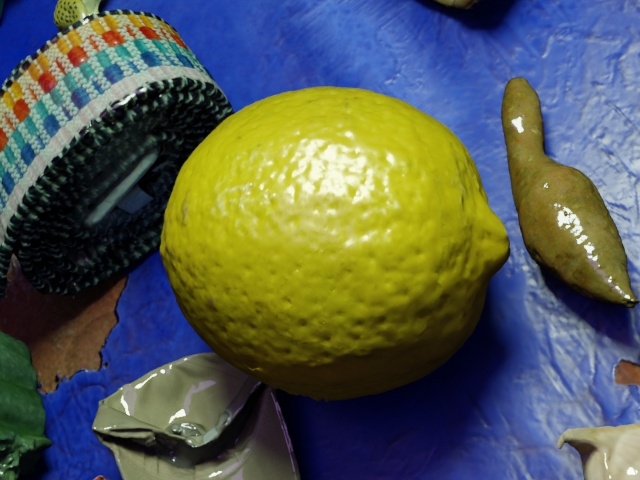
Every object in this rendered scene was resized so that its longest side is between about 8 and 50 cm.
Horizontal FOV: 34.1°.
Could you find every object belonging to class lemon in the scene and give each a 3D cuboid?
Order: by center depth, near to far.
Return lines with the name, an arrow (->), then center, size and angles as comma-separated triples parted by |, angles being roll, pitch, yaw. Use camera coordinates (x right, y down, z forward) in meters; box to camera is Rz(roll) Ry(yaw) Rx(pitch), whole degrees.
lemon -> 0.000, 0.000, 0.850 | 0.311, 0.253, 0.253 | 4, 70, 29

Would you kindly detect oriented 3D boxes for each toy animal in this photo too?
toy animal -> -0.273, -0.291, 1.248 | 0.136, 0.073, 0.181 | 13, 87, 40

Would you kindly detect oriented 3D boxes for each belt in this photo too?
belt -> -0.228, -0.088, 1.044 | 0.295, 0.207, 0.160 | -47, 58, 19

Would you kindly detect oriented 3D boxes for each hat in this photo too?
hat -> -0.102, 0.200, 0.932 | 0.166, 0.144, 0.173 | -16, 100, -9

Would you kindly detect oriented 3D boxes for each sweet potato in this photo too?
sweet potato -> 0.194, -0.034, 0.873 | 0.075, 0.075, 0.269 | -28, 49, 14

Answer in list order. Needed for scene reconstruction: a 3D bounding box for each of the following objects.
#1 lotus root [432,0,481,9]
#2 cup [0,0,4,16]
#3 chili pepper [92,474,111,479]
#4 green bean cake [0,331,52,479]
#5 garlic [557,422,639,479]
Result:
lotus root -> 0.130, -0.345, 0.990 | 0.180, 0.188, 0.199 | -43, 52, -12
cup -> -0.483, -0.452, 1.323 | 0.292, 0.242, 0.307 | 22, 76, 31
chili pepper -> -0.239, 0.314, 0.920 | 0.253, 0.144, 0.136 | -29, 13, 22
green bean cake -> -0.408, 0.253, 1.002 | 0.300, 0.169, 0.307 | -27, 59, 17
garlic -> 0.274, 0.203, 0.666 | 0.245, 0.164, 0.145 | 38, 105, 40
